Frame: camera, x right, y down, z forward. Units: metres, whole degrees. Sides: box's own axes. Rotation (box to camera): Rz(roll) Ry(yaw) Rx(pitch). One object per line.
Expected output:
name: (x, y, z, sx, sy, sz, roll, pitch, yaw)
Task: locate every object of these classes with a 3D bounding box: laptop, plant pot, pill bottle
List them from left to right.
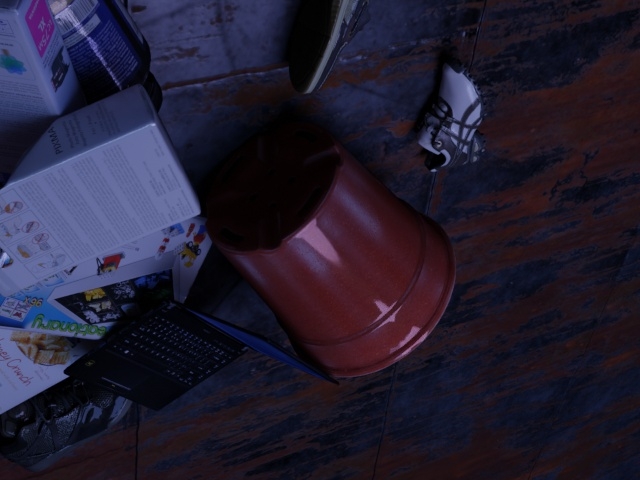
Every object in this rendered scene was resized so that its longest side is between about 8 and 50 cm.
pill bottle: (-0.250, -0.205, 1.070, 0.122, 0.123, 0.219, -33, 141, -3)
laptop: (-0.151, 0.179, 1.367, 0.264, 0.137, 0.234, -34, 149, 8)
plant pot: (0.000, 0.000, 1.373, 0.272, 0.272, 0.265, -39, 133, 5)

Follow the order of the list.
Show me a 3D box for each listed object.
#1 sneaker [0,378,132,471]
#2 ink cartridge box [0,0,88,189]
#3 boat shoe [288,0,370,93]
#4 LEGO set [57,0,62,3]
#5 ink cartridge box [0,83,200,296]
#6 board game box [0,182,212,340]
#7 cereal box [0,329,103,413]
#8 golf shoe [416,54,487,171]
sneaker: (-0.366, 0.237, 1.464, 0.227, 0.087, 0.130, -33, 148, 6)
ink cartridge box: (-0.329, -0.146, 1.020, 0.185, 0.065, 0.311, 9, 148, 9)
boat shoe: (0.026, -0.274, 1.235, 0.073, 0.080, 0.224, -1, 124, -33)
LEGO set: (-0.214, -0.346, 0.921, 0.107, 0.132, 0.287, 50, 59, -41)
ink cartridge box: (-0.253, -0.045, 1.050, 0.232, 0.066, 0.189, -20, 153, -2)
board game box: (-0.279, 0.026, 1.284, 0.305, 0.053, 0.193, 15, 105, -50)
cereal box: (-0.392, 0.133, 1.369, 0.240, 0.047, 0.173, -29, 138, -8)
golf shoe: (0.180, -0.168, 1.459, 0.094, 0.077, 0.198, -27, 139, -10)
